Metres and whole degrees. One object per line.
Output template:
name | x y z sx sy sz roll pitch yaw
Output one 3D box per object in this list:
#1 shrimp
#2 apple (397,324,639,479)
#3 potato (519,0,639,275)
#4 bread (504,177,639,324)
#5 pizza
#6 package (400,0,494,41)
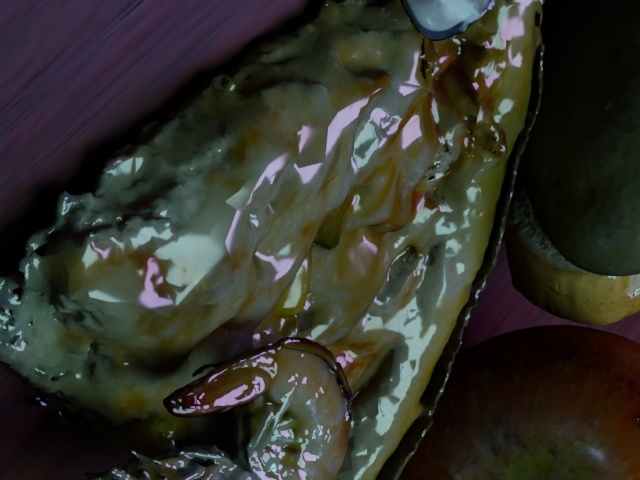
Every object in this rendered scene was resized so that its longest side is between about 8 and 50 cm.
shrimp | -0.053 0.112 1.023 0.236 0.053 0.133 6 120 -55
apple | 0.158 0.192 1.352 0.206 0.251 0.272 0 98 -73
potato | 0.206 -0.085 1.256 0.160 0.178 0.235 24 61 -28
bread | 0.198 -0.009 1.364 0.149 0.122 0.073 -42 148 -27
pizza | 0.018 -0.001 1.143 0.392 0.080 0.435 -53 150 -12
package | 0.100 -0.227 1.071 0.232 0.040 0.166 -39 117 -28
